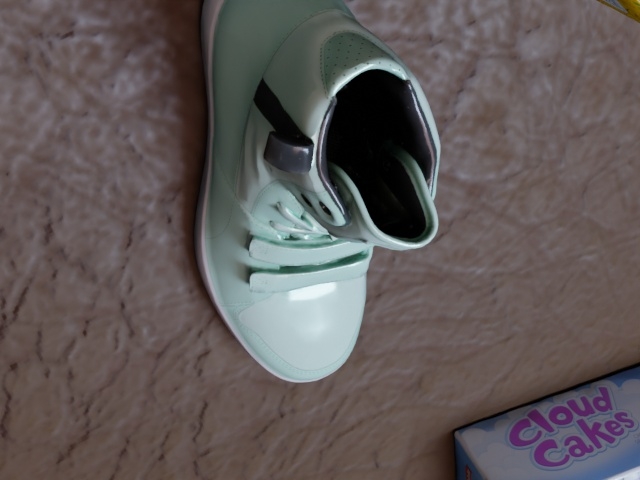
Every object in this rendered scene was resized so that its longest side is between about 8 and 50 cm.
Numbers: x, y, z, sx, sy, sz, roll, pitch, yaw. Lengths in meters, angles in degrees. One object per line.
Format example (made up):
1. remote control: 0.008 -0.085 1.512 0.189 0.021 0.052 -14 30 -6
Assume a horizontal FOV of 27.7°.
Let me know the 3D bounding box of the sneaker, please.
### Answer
1. sneaker: 0.000 0.000 0.654 0.094 0.151 0.256 -18 126 -17

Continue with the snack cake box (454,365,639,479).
1. snack cake box: 0.231 0.175 0.913 0.264 0.089 0.152 -17 127 -16

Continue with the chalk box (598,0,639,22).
1. chalk box: 0.172 -0.227 0.612 0.132 0.132 0.213 34 100 -37
